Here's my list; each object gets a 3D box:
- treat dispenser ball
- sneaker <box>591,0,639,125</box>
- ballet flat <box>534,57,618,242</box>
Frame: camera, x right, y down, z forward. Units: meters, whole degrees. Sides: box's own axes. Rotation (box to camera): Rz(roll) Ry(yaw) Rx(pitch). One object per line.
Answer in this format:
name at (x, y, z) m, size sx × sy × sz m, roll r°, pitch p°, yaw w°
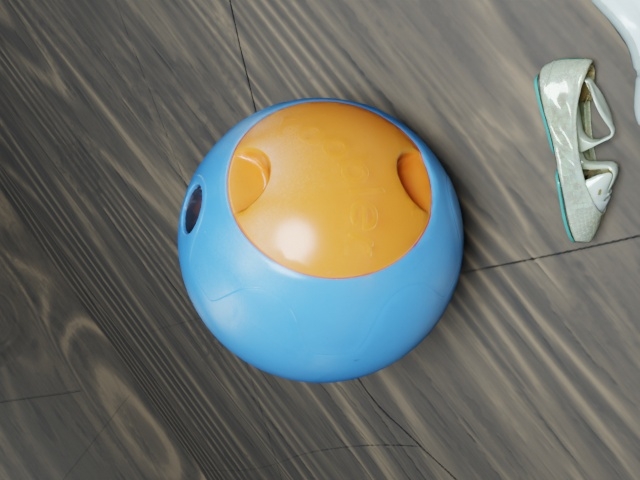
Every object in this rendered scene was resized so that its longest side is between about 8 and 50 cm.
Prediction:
treat dispenser ball at (0.000, 0.000, 0.642) m, size 0.288 × 0.288 × 0.288 m, roll 29°, pitch 135°, yaw 33°
sneaker at (0.226, -0.160, 0.361) m, size 0.129 × 0.111 × 0.297 m, roll -29°, pitch 85°, yaw 43°
ballet flat at (0.226, -0.072, 0.531) m, size 0.052 × 0.057 × 0.168 m, roll -6°, pitch 112°, yaw 40°
